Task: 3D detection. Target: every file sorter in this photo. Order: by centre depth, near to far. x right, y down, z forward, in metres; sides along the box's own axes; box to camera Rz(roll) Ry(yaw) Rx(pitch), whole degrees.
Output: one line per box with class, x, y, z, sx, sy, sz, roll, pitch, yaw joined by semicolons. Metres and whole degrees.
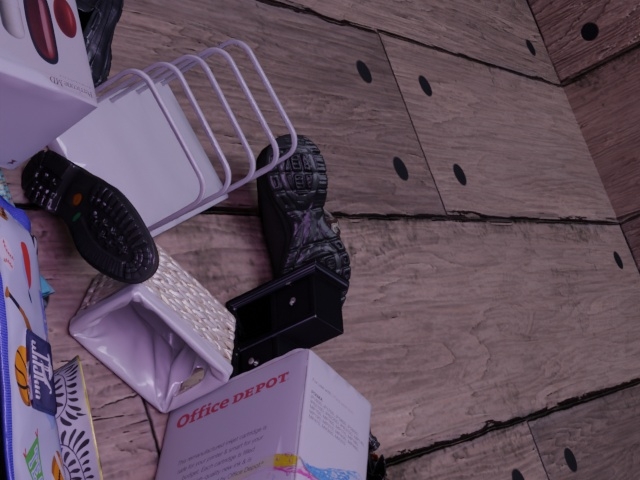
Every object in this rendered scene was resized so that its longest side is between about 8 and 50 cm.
file sorter;-0.178;-0.131;1.534;0.193;0.173;0.277;62;29;-4

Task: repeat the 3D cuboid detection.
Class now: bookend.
bookend;-0.041;0.131;1.559;0.072;0.156;0.157;33;42;-42

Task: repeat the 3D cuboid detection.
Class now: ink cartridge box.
ink cartridge box;-0.072;0.299;1.307;0.131;0.226;0.306;45;35;-30

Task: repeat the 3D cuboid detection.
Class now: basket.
basket;-0.188;0.099;1.400;0.167;0.113;0.103;47;30;-27

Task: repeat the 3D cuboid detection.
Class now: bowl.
bowl;-0.263;0.204;1.198;0.080;0.170;0.170;-11;71;-14

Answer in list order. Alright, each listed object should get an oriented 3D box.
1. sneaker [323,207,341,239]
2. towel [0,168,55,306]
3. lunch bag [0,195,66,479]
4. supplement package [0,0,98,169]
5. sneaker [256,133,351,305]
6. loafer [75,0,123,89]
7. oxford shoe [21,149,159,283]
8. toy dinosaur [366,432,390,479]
sneaker;0.000;0.000;1.812;0.188;0.071;0.066;63;29;1
towel;-0.432;-0.084;1.230;0.271;0.040;0.370;-12;77;-60
lunch bag;-0.359;0.123;0.975;0.385;0.238;0.328;10;67;-57
supplement package;-0.365;-0.213;1.256;0.194;0.149;0.203;15;51;-52
sneaker;-0.033;-0.008;1.729;0.109;0.130;0.287;-8;94;-20
loafer;-0.304;-0.285;1.551;0.078;0.076;0.223;43;38;-45
oxford shoe;-0.239;-0.024;1.364;0.227;0.083;0.096;43;8;36
toy dinosaur;0.053;0.336;1.570;0.322;0.164;0.218;50;8;21
